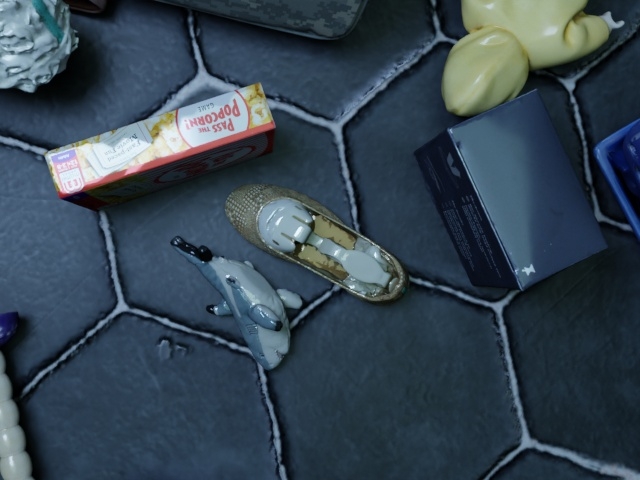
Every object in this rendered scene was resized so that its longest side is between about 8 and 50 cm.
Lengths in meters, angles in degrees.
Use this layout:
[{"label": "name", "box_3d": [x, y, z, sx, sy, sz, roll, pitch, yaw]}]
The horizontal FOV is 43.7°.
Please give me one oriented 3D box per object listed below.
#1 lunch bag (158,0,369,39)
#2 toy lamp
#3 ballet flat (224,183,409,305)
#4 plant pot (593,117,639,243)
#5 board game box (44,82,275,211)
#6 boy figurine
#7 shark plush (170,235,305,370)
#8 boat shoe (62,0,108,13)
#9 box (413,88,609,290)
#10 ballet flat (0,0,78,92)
[{"label": "lunch bag", "box_3d": [-0.065, -0.359, 0.728, 0.305, 0.212, 0.256, 11, 69, -6]}, {"label": "toy lamp", "box_3d": [-0.291, 0.209, 0.762, 0.080, 0.080, 0.275, -13, 88, -4]}, {"label": "ballet flat", "box_3d": [0.000, 0.000, 0.792, 0.206, 0.067, 0.073, 25, 87, -3]}, {"label": "plant pot", "box_3d": [0.418, -0.056, 0.751, 0.235, 0.212, 0.236, -29, 91, -5]}, {"label": "board game box", "box_3d": [-0.140, -0.083, 0.745, 0.193, 0.147, 0.045, -19, 89, -4]}, {"label": "boy figurine", "box_3d": [0.218, -0.241, 0.804, 0.177, 0.092, 0.285, 28, 87, -3]}, {"label": "shark plush", "box_3d": [-0.091, 0.058, 0.793, 0.161, 0.073, 0.067, 38, 116, -7]}, {"label": "boat shoe", "box_3d": [-0.307, -0.267, 0.775, 0.206, 0.073, 0.073, 6, 85, -4]}, {"label": "box", "box_3d": [0.173, -0.042, 0.760, 0.093, 0.158, 0.156, -25, 91, -5]}, {"label": "ballet flat", "box_3d": [-0.416, -0.235, 0.689, 0.408, 0.147, 0.147, 10, 88, 0]}]
